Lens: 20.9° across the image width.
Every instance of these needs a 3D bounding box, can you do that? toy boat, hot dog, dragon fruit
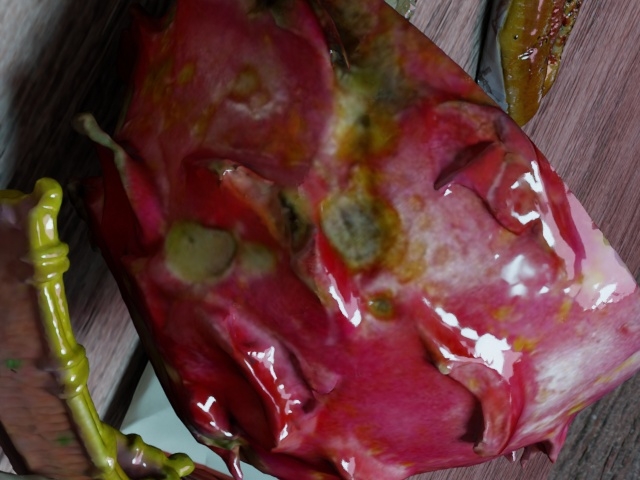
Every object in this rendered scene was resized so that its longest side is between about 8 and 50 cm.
[{"bbox_3d":[-0.149,0.080,0.991,0.099,0.141,0.318,-35,146,-14],"label":"toy boat"},{"bbox_3d":[0.218,-0.236,1.770,0.144,0.075,0.268,-49,155,-46],"label":"hot dog"},{"bbox_3d":[-0.002,0.013,1.033,0.249,0.371,0.386,-43,-172,-11],"label":"dragon fruit"}]

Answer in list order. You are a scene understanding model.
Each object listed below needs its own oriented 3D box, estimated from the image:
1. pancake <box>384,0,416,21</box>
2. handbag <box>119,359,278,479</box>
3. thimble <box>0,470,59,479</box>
[{"bbox_3d":[0.015,-0.225,1.193,0.282,0.049,0.282,-42,149,-33],"label":"pancake"},{"bbox_3d":[-0.030,0.126,1.352,0.298,0.151,0.171,60,50,-71],"label":"handbag"},{"bbox_3d":[-0.202,0.237,0.928,0.229,0.196,0.148,-21,135,-23],"label":"thimble"}]
